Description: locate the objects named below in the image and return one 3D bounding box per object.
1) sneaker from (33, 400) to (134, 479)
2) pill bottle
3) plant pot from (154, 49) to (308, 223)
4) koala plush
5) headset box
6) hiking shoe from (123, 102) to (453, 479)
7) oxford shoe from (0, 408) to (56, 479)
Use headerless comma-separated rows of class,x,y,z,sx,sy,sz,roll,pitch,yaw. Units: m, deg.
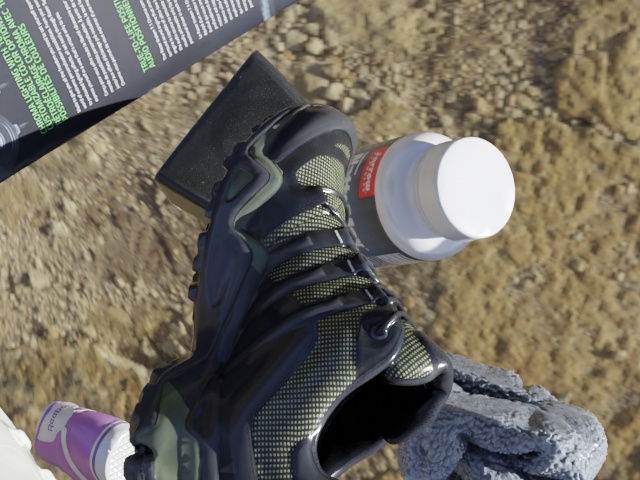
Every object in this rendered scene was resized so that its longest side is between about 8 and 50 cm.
sneaker,-0.275,0.296,1.612,0.102,0.161,0.282,-54,148,-32
pill bottle,0.073,-0.034,1.053,0.108,0.180,0.108,5,81,-33
plant pot,-0.064,-0.083,1.484,0.167,0.187,0.188,36,84,4
koala plush,0.143,0.243,1.164,0.203,0.196,0.221,15,103,-2
headset box,-0.159,-0.156,0.631,0.283,0.246,0.131,-36,126,-22
hiking shoe,0.001,0.039,0.523,0.114,0.086,0.227,10,55,8
oxford shoe,-0.204,0.188,0.743,0.130,0.169,0.449,-14,63,-48
